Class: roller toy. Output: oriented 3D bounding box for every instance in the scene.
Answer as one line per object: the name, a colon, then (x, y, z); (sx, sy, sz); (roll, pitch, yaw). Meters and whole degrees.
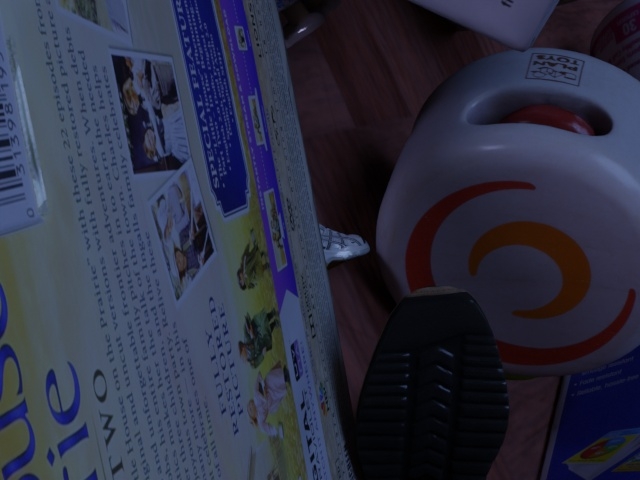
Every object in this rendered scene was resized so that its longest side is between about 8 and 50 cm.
roller toy: (0.143, -0.023, 0.862); (0.191, 0.209, 0.146); (45, 37, -16)

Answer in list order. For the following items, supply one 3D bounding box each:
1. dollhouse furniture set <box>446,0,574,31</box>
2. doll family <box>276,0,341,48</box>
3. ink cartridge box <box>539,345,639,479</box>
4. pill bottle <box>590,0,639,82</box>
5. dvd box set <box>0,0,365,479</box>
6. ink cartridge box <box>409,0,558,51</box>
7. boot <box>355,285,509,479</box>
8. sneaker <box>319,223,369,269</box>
dollhouse furniture set: (0.202, -0.400, 1.075); (0.394, 0.362, 0.256); (-47, 111, -23)
doll family: (-0.042, -0.215, 0.814); (0.163, 0.118, 0.263); (53, 35, -15)
ink cartridge box: (0.314, 0.079, 0.928); (0.072, 0.303, 0.307); (54, 36, -19)
pill bottle: (0.348, -0.084, 1.212); (0.160, 0.160, 0.283); (27, 47, -41)
dvd box set: (-0.068, 0.028, 0.477); (0.420, 0.062, 0.308); (-38, 118, -76)
ink cartridge box: (-0.017, -0.309, 0.695); (0.394, 0.166, 0.285); (24, 42, -4)
boot: (0.054, 0.087, 0.719); (0.137, 0.076, 0.198); (-92, -178, -61)
sneaker: (0.000, 0.000, 0.804); (0.083, 0.032, 0.037); (-13, 79, -56)
